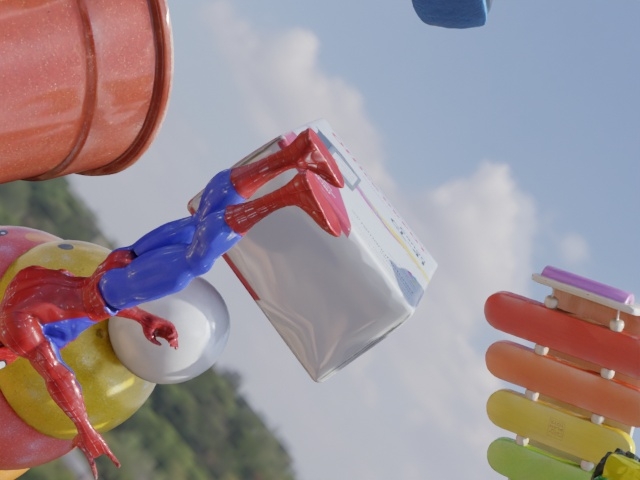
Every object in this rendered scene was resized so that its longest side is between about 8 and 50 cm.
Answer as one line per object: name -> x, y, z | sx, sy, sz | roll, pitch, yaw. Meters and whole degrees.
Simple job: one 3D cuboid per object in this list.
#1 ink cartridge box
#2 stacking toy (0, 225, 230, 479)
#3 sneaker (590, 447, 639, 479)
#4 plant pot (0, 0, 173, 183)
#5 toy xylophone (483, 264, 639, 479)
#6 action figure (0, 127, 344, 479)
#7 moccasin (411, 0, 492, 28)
ink cartridge box -> 0.000, 0.000, 1.941 | 0.226, 0.131, 0.306 | 52, 12, -1
stacking toy -> -0.277, 0.107, 1.972 | 0.479, 0.351, 0.351 | -9, -49, 37
sneaker -> 0.307, 0.287, 1.505 | 0.134, 0.146, 0.343 | 50, -16, -22
plant pot -> -0.299, -0.142, 1.394 | 0.272, 0.265, 0.272 | 22, -58, 39
toy xylophone -> 0.274, 0.184, 1.859 | 0.236, 0.323, 0.081 | 11, 18, 30
action figure -> -0.100, 0.049, 1.211 | 0.139, 0.280, 0.091 | 59, 18, -26
moccasin -> 0.125, -0.346, 1.952 | 0.137, 0.117, 0.342 | 7, -21, 4
